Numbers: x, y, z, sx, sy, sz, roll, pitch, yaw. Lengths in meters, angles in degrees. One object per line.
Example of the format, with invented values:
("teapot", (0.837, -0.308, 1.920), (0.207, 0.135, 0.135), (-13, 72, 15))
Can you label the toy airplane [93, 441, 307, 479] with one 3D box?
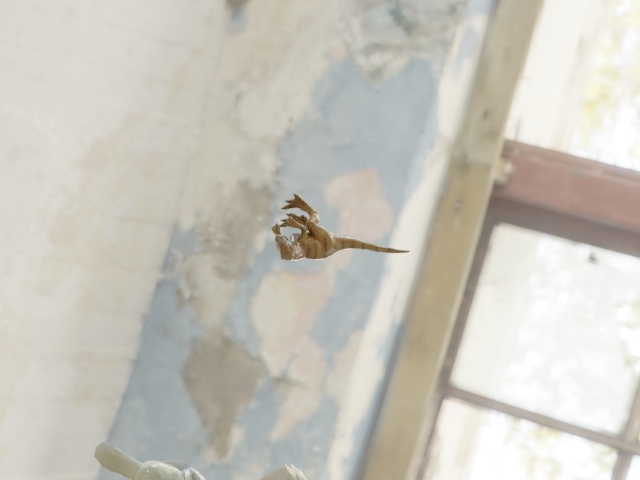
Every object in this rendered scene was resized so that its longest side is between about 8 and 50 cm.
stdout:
("toy airplane", (-0.217, 0.328, 1.087), (0.386, 0.272, 0.384), (-22, -23, -48))

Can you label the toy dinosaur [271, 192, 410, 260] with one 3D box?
("toy dinosaur", (0.000, 0.000, 1.789), (0.211, 0.112, 0.064), (-6, -38, -47))
